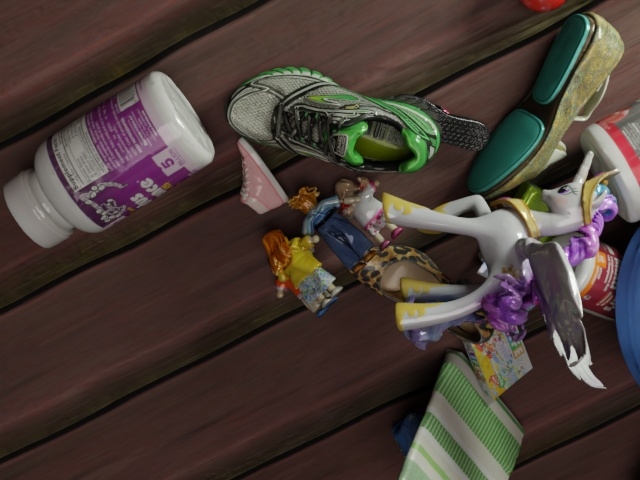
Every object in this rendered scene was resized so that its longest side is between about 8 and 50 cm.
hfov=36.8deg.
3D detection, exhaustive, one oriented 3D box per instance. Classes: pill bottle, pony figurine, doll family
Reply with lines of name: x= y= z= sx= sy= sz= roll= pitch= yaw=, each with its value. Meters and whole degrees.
pill bottle: x=-0.330 y=-0.116 z=1.489 sx=0.301 sy=0.169 sz=0.169 roll=-31 pitch=111 yaw=7
pill bottle: x=0.489 y=0.071 z=1.648 sx=0.221 sy=0.121 sz=0.121 roll=19 pitch=109 yaw=-29
pill bottle: x=0.600 y=-0.175 z=1.553 sx=0.318 sy=0.176 sz=0.176 roll=-28 pitch=111 yaw=5
pony figurine: x=0.294 y=0.051 z=1.460 sx=0.363 sy=0.303 sz=0.351 roll=-10 pitch=70 yaw=12
doll family: x=0.000 y=0.000 z=1.578 sx=0.163 sy=0.118 sz=0.263 roll=45 pitch=102 yaw=10

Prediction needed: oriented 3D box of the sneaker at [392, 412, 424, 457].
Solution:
sneaker: x=0.196 y=0.398 z=1.792 sx=0.091 sy=0.126 sz=0.240 roll=-27 pitch=142 yaw=-18

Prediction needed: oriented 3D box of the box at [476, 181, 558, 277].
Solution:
box: x=0.355 y=-0.003 z=1.666 sx=0.109 sy=0.042 sz=0.178 roll=26 pitch=107 yaw=-14

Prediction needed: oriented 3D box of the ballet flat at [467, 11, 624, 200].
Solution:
ballet flat: x=0.374 y=-0.198 z=1.562 sx=0.123 sy=0.123 sz=0.349 roll=26 pitch=106 yaw=-14

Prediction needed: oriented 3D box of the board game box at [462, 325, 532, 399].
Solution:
board game box: x=0.314 y=0.193 z=1.723 sx=0.103 sy=0.026 sz=0.154 roll=-35 pitch=113 yaw=-23

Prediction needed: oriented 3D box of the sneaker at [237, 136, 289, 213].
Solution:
sneaker: x=-0.114 y=-0.100 z=1.579 sx=0.070 sy=0.051 sz=0.134 roll=-33 pitch=115 yaw=2

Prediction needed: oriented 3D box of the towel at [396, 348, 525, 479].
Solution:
towel: x=0.249 y=0.374 z=1.674 sx=0.038 sy=0.325 sz=0.248 roll=-22 pitch=116 yaw=39

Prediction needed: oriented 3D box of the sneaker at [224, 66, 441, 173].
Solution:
sneaker: x=0.016 y=-0.184 z=1.494 sx=0.343 sy=0.146 sz=0.134 roll=9 pitch=111 yaw=7

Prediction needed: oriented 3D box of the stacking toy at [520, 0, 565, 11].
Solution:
stacking toy: x=0.452 y=-0.449 z=1.462 sx=0.330 sy=0.141 sz=0.141 roll=-29 pitch=111 yaw=10

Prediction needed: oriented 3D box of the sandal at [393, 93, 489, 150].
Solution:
sandal: x=0.191 y=-0.192 z=1.581 sx=0.179 sy=0.040 sz=0.067 roll=17 pitch=108 yaw=-15

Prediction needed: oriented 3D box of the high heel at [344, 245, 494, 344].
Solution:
high heel: x=0.164 y=0.091 z=1.606 sx=0.261 sy=0.186 sz=0.093 roll=16 pitch=112 yaw=-11

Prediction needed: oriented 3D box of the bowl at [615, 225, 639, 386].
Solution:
bowl: x=0.651 y=0.108 z=1.627 sx=0.391 sy=0.077 sz=0.391 roll=0 pitch=90 yaw=-30
